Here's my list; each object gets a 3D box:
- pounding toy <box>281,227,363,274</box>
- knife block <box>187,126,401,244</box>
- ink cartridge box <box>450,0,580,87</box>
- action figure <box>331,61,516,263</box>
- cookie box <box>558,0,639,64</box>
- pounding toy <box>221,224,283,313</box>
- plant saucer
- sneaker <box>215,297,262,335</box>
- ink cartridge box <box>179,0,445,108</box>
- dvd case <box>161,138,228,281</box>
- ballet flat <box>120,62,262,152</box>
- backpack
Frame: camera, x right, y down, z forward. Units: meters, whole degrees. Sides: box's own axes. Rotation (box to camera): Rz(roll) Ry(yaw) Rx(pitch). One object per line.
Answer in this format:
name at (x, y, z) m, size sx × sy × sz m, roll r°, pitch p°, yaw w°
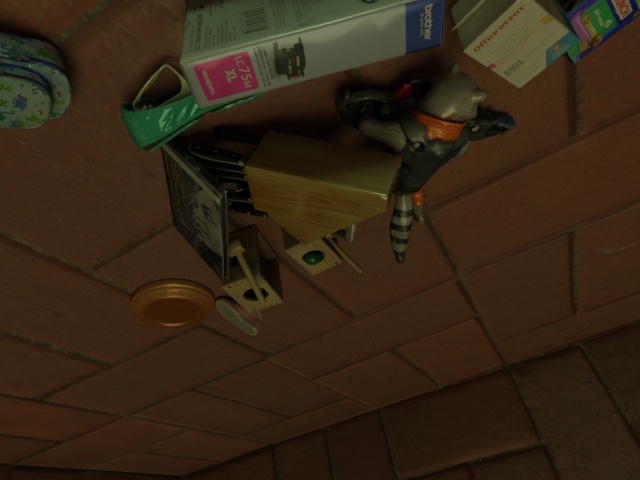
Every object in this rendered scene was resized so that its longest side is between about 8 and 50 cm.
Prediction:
pounding toy at (0.000, 0.000, 0.803) m, size 0.100 × 0.141 × 0.130 m, roll -27°, pitch 140°, yaw 16°
knife block at (-0.054, -0.110, 0.607) m, size 0.242 × 0.088 × 0.275 m, roll 40°, pitch 143°, yaw -24°
ink cartridge box at (0.251, -0.292, 0.539) m, size 0.143 × 0.090 × 0.092 m, roll 15°, pitch 147°, yaw -30°
action figure at (0.187, -0.126, 0.675) m, size 0.340 × 0.179 × 0.330 m, roll -4°, pitch 144°, yaw -14°
cookie box at (0.396, -0.330, 0.585) m, size 0.091 × 0.040 × 0.107 m, roll 27°, pitch 127°, yaw -38°
pounding toy at (-0.157, 0.063, 0.804) m, size 0.094 × 0.181 × 0.206 m, roll -19°, pitch 142°, yaw 8°
plant saucer at (-0.361, 0.166, 0.993) m, size 0.199 × 0.037 × 0.200 m, roll -8°, pitch 141°, yaw -6°
sneaker at (-0.207, 0.182, 1.056) m, size 0.134 × 0.070 × 0.051 m, roll 42°, pitch 131°, yaw -13°
ink cartridge box at (0.004, -0.254, 0.449) m, size 0.310 × 0.186 × 0.065 m, roll -16°, pitch 140°, yaw 3°
dvd case at (-0.209, -0.048, 0.680) m, size 0.018 × 0.164 × 0.221 m, roll -32°, pitch 153°, yaw -33°
ballet flat at (-0.168, -0.207, 0.550) m, size 0.247 × 0.083 × 0.087 m, roll -23°, pitch 127°, yaw 10°
backpack at (-0.370, -0.189, 0.492) m, size 0.114 × 0.084 × 0.105 m, roll -13°, pitch 157°, yaw -43°
